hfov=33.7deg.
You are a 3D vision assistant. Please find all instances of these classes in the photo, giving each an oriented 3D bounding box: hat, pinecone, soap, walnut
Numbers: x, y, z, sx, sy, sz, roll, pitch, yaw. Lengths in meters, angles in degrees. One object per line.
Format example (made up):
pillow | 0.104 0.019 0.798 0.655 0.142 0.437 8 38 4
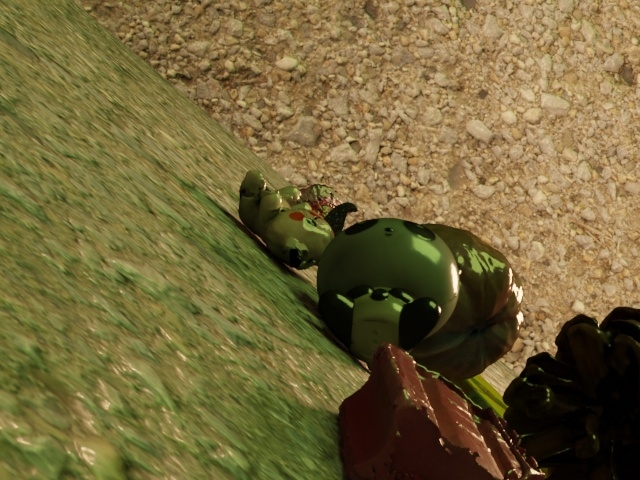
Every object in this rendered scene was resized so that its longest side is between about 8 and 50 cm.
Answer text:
hat | -0.003 -0.002 1.913 0.140 0.128 0.227 -4 44 -19
pinecone | 0.404 0.246 1.367 0.384 0.384 0.384 40 4 -4
soap | 0.098 0.178 0.873 0.162 0.099 0.250 41 4 -3
walnut | 0.188 0.093 1.634 0.248 0.248 0.248 40 4 -4

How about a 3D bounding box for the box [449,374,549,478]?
box | 0.279 0.279 1.744 0.187 0.047 0.335 38 6 -29

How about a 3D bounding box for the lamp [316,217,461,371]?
lamp | 0.087 0.068 1.412 0.198 0.197 0.244 40 21 -7

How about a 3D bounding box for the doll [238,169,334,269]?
doll | -0.053 -0.022 1.607 0.192 0.095 0.149 45 12 28
